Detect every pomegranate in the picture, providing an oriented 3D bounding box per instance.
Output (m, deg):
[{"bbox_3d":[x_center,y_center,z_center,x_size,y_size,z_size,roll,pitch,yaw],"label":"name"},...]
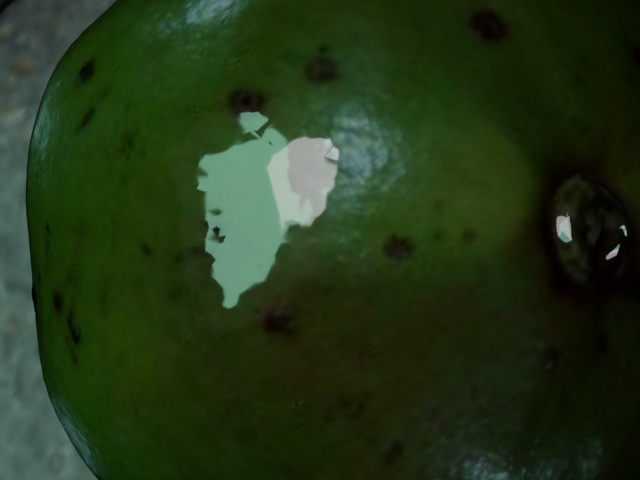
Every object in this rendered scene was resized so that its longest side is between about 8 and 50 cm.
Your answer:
[{"bbox_3d":[-0.002,0.000,0.497,0.225,0.187,0.187,1,82,60],"label":"pomegranate"}]
